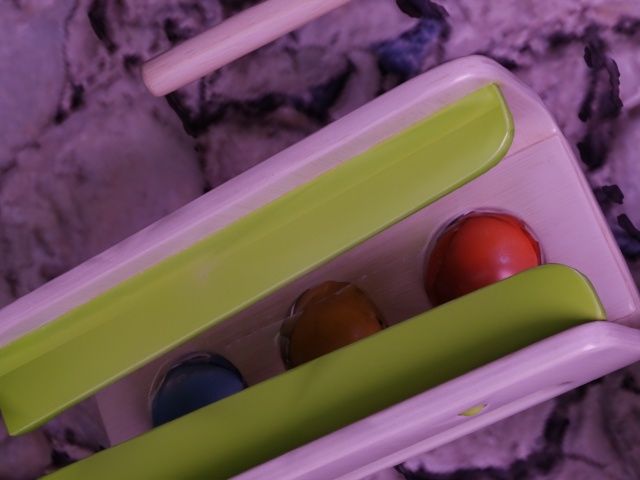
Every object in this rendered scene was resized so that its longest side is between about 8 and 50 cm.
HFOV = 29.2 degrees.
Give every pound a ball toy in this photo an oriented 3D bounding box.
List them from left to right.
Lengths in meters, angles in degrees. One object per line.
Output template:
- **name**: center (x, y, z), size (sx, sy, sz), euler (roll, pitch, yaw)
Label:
- **pound a ball toy**: center (0.000, 0.000, 0.547), size (0.319, 0.136, 0.208), euler (-28, 72, 20)
